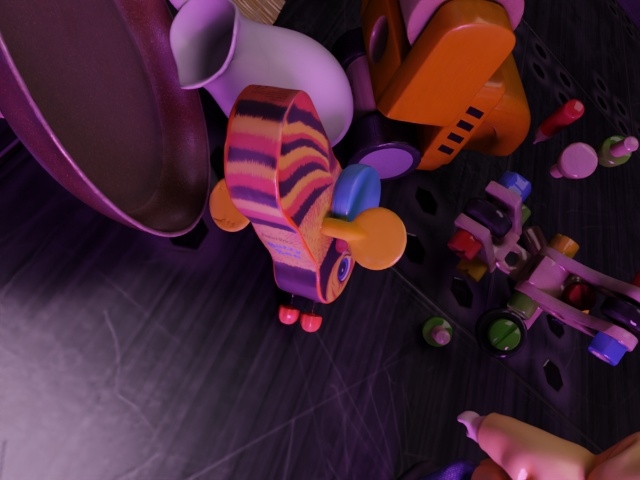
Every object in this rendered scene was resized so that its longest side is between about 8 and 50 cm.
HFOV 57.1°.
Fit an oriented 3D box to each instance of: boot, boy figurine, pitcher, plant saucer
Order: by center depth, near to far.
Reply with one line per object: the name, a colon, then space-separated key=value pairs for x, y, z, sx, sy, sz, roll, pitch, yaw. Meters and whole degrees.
plant saucer: x=-0.175 y=-0.147 z=0.464 sx=0.310 sy=0.050 sz=0.310 roll=-14 pitch=90 yaw=-79
boy figurine: x=0.187 y=0.219 z=0.505 sx=0.092 sy=0.285 sz=0.177 roll=-28 pitch=83 yaw=-47
pitcher: x=-0.066 y=-0.184 z=0.617 sx=0.207 sy=0.125 sz=0.177 roll=21 pitch=36 yaw=-52
boot: x=0.386 y=0.020 z=0.991 sx=0.107 sy=0.037 sz=0.114 roll=-9 pitch=68 yaw=-47

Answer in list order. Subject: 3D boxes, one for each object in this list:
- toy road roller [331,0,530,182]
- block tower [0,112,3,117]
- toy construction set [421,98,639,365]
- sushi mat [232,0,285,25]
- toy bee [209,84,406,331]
toy road roller: x=0.166 y=-0.220 z=0.716 sx=0.241 sy=0.329 sz=0.202 roll=2 pitch=63 yaw=-18
block tower: x=-0.363 y=-0.155 z=0.359 sx=0.336 sy=0.091 sz=0.097 roll=9 pitch=60 yaw=-39
toy construction set: x=0.281 y=-0.001 z=0.769 sx=0.258 sy=0.237 sz=0.308 roll=12 pitch=89 yaw=4
sushi mat: x=-0.182 y=-0.364 z=0.702 sx=0.317 sy=0.019 sz=0.151 roll=42 pitch=44 yaw=-17
toy bee: x=0.000 y=0.000 z=0.555 sx=0.298 sy=0.195 sz=0.162 roll=32 pitch=72 yaw=-39
